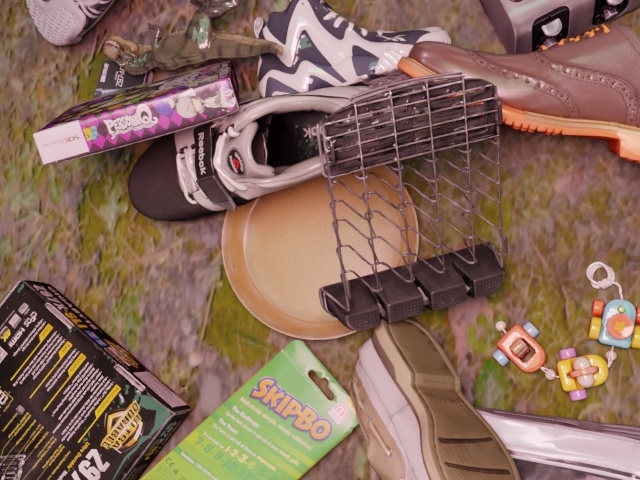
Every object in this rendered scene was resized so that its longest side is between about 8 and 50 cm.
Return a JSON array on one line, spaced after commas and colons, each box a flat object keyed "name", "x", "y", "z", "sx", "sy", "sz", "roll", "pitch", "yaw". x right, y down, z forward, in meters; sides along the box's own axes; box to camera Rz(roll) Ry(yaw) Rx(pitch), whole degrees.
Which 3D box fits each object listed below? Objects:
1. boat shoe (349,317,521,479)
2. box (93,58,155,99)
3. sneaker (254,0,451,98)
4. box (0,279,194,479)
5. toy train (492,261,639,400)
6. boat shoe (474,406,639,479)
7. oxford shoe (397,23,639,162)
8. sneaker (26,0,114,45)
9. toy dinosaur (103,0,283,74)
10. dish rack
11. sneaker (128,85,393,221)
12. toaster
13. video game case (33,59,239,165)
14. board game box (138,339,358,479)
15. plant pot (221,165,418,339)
[{"name": "boat shoe", "x": 0.112, "y": 0.216, "z": 0.915, "sx": 0.103, "sy": 0.113, "sz": 0.302, "roll": -57, "pitch": 32, "yaw": 27}, {"name": "box", "x": -0.255, "y": -0.186, "z": 1.139, "sx": 0.067, "sy": 0.018, "sz": 0.083, "roll": 12, "pitch": 84, "yaw": 12}, {"name": "sneaker", "x": 0.026, "y": -0.252, "z": 1.056, "sx": 0.234, "sy": 0.094, "sz": 0.153, "roll": -17, "pitch": 87, "yaw": 18}, {"name": "box", "x": -0.352, "y": 0.248, "z": 1.063, "sx": 0.257, "sy": 0.079, "sz": 0.322, "roll": 37, "pitch": 90, "yaw": 12}, {"name": "toy train", "x": 0.278, "y": 0.103, "z": 0.979, "sx": 0.166, "sy": 0.046, "sz": 0.125, "roll": -40, "pitch": 77, "yaw": 3}, {"name": "boat shoe", "x": 0.309, "y": 0.257, "z": 0.926, "sx": 0.335, "sy": 0.121, "sz": 0.119, "roll": 7, "pitch": 90, "yaw": 23}, {"name": "oxford shoe", "x": 0.267, "y": -0.176, "z": 0.963, "sx": 0.363, "sy": 0.130, "sz": 0.133, "roll": 14, "pitch": 103, "yaw": -1}, {"name": "sneaker", "x": -0.215, "y": -0.386, "z": 1.108, "sx": 0.137, "sy": 0.210, "sz": 0.366, "roll": 54, "pitch": 128, "yaw": 14}, {"name": "toy dinosaur", "x": -0.140, "y": -0.259, "z": 1.080, "sx": 0.268, "sy": 0.064, "sz": 0.118, "roll": 2, "pitch": 69, "yaw": 32}, {"name": "dish rack", "x": 0.094, "y": -0.040, "z": 0.921, "sx": 0.208, "sy": 0.074, "sz": 0.272, "roll": -15, "pitch": 120, "yaw": -12}, {"name": "sneaker", "x": -0.091, "y": -0.099, "z": 0.982, "sx": 0.330, "sy": 0.146, "sz": 0.123, "roll": -18, "pitch": 93, "yaw": 19}, {"name": "toaster", "x": 0.261, "y": -0.321, "z": 1.014, "sx": 0.168, "sy": 0.110, "sz": 0.186, "roll": -25, "pitch": 77, "yaw": 5}, {"name": "video game case", "x": -0.196, "y": -0.150, "z": 1.005, "sx": 0.210, "sy": 0.232, "sz": 0.042, "roll": -16, "pitch": 107, "yaw": 0}, {"name": "board game box", "x": -0.080, "y": 0.243, "z": 1.032, "sx": 0.259, "sy": 0.039, "sz": 0.124, "roll": -43, "pitch": 77, "yaw": 5}, {"name": "plant pot", "x": 0.000, "y": 0.000, "z": 1.055, "sx": 0.236, "sy": 0.032, "sz": 0.236, "roll": -2, "pitch": 82, "yaw": 11}]
